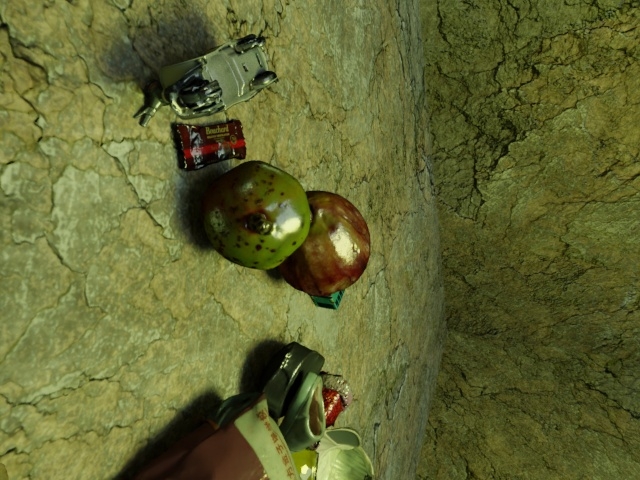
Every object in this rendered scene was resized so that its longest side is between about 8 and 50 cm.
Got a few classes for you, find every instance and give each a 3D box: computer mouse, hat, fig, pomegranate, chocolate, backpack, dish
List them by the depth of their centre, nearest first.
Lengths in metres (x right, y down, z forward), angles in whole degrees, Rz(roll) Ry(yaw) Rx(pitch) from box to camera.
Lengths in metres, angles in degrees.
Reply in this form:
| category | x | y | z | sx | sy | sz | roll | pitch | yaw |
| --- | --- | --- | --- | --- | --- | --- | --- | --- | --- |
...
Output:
| category | x | y | z | sx | sy | sz | roll | pitch | yaw |
| --- | --- | --- | --- | --- | --- | --- | --- | --- | --- |
| backpack | -0.172 | 0.442 | 0.663 | 0.317 | 0.197 | 0.283 | -16 | 69 | -53 |
| chocolate | -0.192 | -0.179 | 0.750 | 0.182 | 0.028 | 0.086 | -29 | 117 | -57 |
| pomegranate | -0.111 | -0.063 | 0.758 | 0.246 | 0.198 | 0.198 | -75 | 154 | -48 |
| fig | 0.003 | 0.003 | 0.927 | 0.224 | 0.223 | 0.263 | -49 | 147 | -50 |
| computer mouse | -0.075 | 0.329 | 0.983 | 0.168 | 0.087 | 0.295 | -60 | 159 | -13 |
| dish | -0.046 | 0.580 | 1.032 | 0.149 | 0.080 | 0.208 | 85 | 9 | -80 |
| hat | 0.012 | 0.472 | 1.102 | 0.140 | 0.128 | 0.227 | 70 | 26 | -22 |
| hat | 0.032 | 0.674 | 1.192 | 0.275 | 0.161 | 0.232 | 44 | 53 | -27 |

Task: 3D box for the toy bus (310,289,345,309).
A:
| category | x | y | z | sx | sy | sz | roll | pitch | yaw |
| --- | --- | --- | --- | --- | --- | --- | --- | --- | --- |
| toy bus | 0.035 | 0.114 | 1.183 | 0.160 | 0.079 | 0.092 | -65 | 146 | -34 |

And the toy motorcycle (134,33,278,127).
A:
| category | x | y | z | sx | sy | sz | roll | pitch | yaw |
| --- | --- | --- | --- | --- | --- | --- | --- | --- | --- |
| toy motorcycle | -0.171 | -0.255 | 0.644 | 0.263 | 0.157 | 0.091 | -57 | 139 | -47 |

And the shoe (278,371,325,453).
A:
| category | x | y | z | sx | sy | sz | roll | pitch | yaw |
| --- | --- | --- | --- | --- | --- | --- | --- | --- | --- |
| shoe | -0.031 | 0.410 | 0.921 | 0.103 | 0.100 | 0.251 | -35 | 145 | -54 |

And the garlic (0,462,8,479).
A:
| category | x | y | z | sx | sy | sz | roll | pitch | yaw |
| --- | --- | --- | --- | --- | --- | --- | --- | --- | --- |
| garlic | -0.323 | 0.330 | 0.362 | 0.191 | 0.213 | 0.160 | -18 | 120 | -72 |
